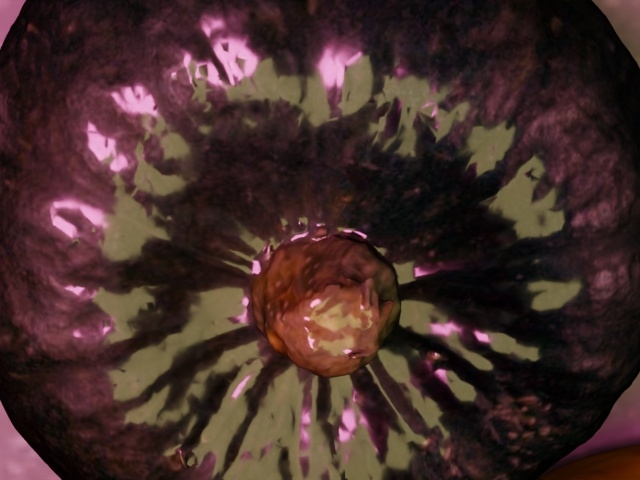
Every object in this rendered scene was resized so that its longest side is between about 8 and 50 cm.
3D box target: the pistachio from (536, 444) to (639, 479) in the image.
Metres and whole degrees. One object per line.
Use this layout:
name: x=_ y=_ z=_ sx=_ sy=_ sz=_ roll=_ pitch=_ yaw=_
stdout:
pistachio: x=0.083 y=0.138 z=0.621 sx=0.189 sy=0.100 sz=0.110 roll=-33 pitch=115 yaw=11

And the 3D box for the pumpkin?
pumpkin: x=-0.002 y=0.000 z=0.532 sx=0.212 sy=0.152 sz=0.211 roll=5 pitch=115 yaw=10
